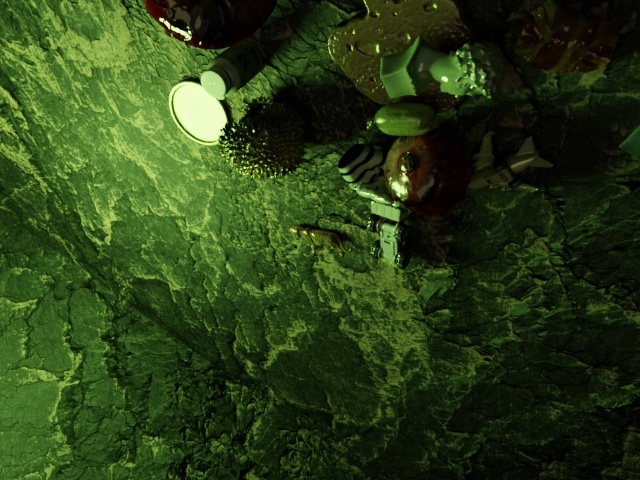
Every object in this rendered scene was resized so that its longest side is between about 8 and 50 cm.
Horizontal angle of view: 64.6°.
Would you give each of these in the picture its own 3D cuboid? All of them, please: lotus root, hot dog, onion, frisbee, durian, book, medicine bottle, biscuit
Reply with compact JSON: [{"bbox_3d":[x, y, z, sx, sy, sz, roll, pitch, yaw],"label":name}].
[{"bbox_3d":[0.209,-0.317,1.319,0.182,0.077,0.090,5,149,27],"label":"lotus root"},{"bbox_3d":[0.530,-0.429,1.097,0.213,0.103,0.146,20,135,11],"label":"hot dog"},{"bbox_3d":[0.285,-0.189,1.380,0.246,0.190,0.247,0,90,44],"label":"onion"},{"bbox_3d":[-0.409,-0.427,1.707,0.235,0.017,0.236,16,136,17],"label":"frisbee"},{"bbox_3d":[-0.277,-0.659,1.270,0.347,0.285,0.348,-4,113,-10],"label":"onion"},{"bbox_3d":[-0.179,-0.298,1.536,0.292,0.258,0.258,9,133,30],"label":"durian"},{"bbox_3d":[0.790,-0.243,1.180,0.103,0.017,0.135,31,138,2],"label":"book"},{"bbox_3d":[-0.254,-0.481,1.437,0.107,0.191,0.107,16,135,17],"label":"medicine bottle"},{"bbox_3d":[0.204,-0.475,1.266,0.381,0.074,0.359,20,136,15],"label":"biscuit"}]

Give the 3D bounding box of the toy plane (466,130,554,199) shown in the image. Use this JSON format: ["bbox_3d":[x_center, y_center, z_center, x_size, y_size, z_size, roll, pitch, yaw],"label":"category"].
[{"bbox_3d":[0.475,-0.187,1.362,0.242,0.104,0.256,36,133,-28],"label":"toy plane"}]

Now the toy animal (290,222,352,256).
[{"bbox_3d":[0.000,0.000,1.833,0.241,0.057,0.099,10,133,23],"label":"toy animal"}]

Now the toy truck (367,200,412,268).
[{"bbox_3d":[0.231,-0.023,1.633,0.136,0.111,0.286,21,141,29],"label":"toy truck"}]

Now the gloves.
[{"bbox_3d":[0.163,-0.185,1.521,0.218,0.140,0.131,42,158,-29],"label":"gloves"}]

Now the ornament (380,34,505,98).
[{"bbox_3d":[0.277,-0.400,1.168,0.285,0.121,0.130,11,156,19],"label":"ornament"}]
